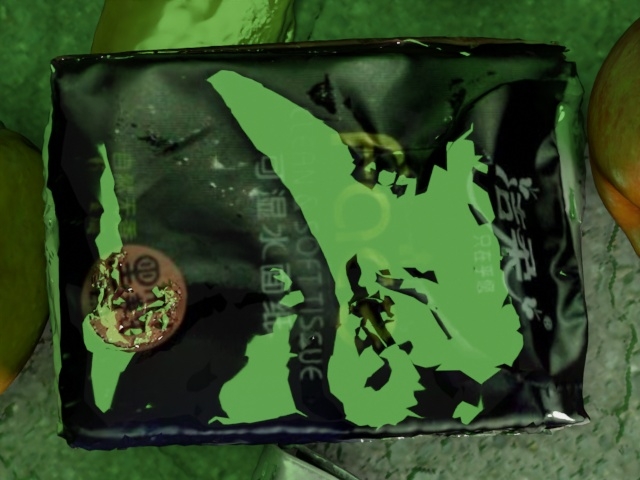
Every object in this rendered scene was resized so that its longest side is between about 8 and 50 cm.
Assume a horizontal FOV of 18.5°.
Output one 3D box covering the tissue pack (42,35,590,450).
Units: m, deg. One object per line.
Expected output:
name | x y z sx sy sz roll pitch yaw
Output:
tissue pack | 0.000 0.000 1.183 0.332 0.123 0.245 -1 89 -8

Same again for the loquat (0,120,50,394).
loquat | -0.252 0.011 1.237 0.187 0.176 0.234 15 84 12

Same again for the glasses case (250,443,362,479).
glasses case | -0.033 0.282 1.235 0.128 0.083 0.308 24 92 5

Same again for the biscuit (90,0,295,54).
biscuit | -0.078 -0.106 1.277 0.154 0.045 0.299 -4 86 10

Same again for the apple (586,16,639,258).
apple | 0.244 -0.051 1.136 0.164 0.209 0.209 -44 81 -9
